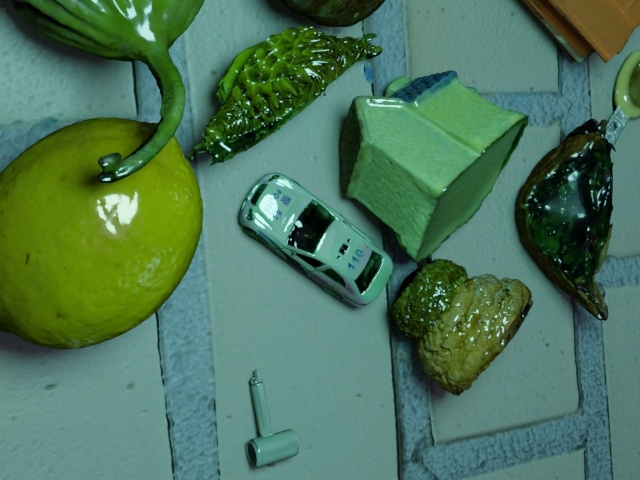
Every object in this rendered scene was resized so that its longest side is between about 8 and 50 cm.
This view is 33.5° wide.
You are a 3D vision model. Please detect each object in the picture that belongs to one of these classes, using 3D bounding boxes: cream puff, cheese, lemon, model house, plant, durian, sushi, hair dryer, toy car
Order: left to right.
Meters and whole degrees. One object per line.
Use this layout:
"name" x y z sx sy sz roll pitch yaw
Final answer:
"lemon" -0.254 -0.008 1.170 0.263 0.236 0.236 -22 103 2
"plant" -0.201 -0.201 1.172 0.251 0.180 0.333 -17 73 -26
"hair dryer" -0.070 0.228 1.389 0.063 0.038 0.124 -11 90 -28
"durian" -0.057 -0.194 1.315 0.375 0.132 0.106 -37 102 -38
"toy car" 0.000 0.000 1.390 0.224 0.076 0.090 37 77 -24
"model house" 0.135 -0.120 1.416 0.189 0.195 0.214 40 61 15
"cream puff" 0.177 0.094 1.455 0.169 0.183 0.183 38 73 6
"sushi" 0.358 -0.030 1.537 0.149 0.140 0.287 4 89 -34
"cheese" 0.477 -0.212 1.652 0.086 0.036 0.162 42 73 -21

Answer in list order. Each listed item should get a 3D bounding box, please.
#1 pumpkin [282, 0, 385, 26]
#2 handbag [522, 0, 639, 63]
"pumpkin" -0.002 -0.366 1.332 0.219 0.162 0.219 25 53 -39
"handbag" 0.424 -0.491 1.515 0.303 0.116 0.410 42 81 -20
